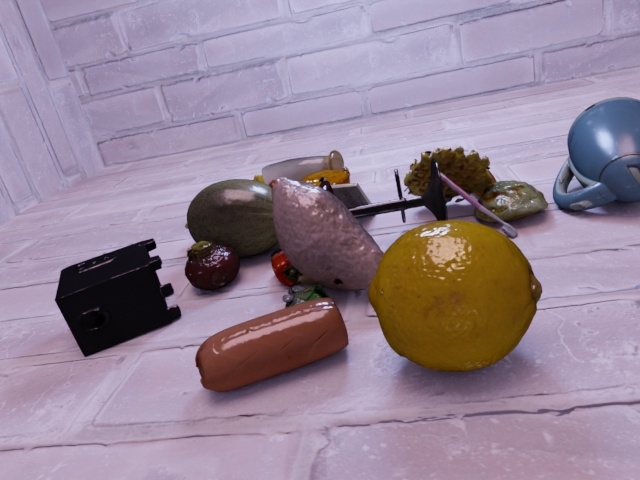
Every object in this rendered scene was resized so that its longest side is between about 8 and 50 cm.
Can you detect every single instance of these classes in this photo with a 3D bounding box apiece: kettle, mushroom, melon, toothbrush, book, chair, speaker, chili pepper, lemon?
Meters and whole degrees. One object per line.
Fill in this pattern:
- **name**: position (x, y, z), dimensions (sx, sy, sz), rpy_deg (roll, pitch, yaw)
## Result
- **kettle**: position (0.806, -0.207, 1.388), dimensions (0.319, 0.247, 0.342), rpy_deg (-36, 14, 36)
- **mushroom**: position (-0.097, -0.288, 2.140), dimensions (0.407, 0.137, 0.154), rpy_deg (-9, 9, 25)
- **melon**: position (-0.254, -0.067, 1.540), dimensions (0.329, 0.248, 0.248), rpy_deg (-3, 24, 17)
- **toothbrush**: position (0.426, -0.103, 1.373), dimensions (0.025, 0.020, 0.286), rpy_deg (-32, 62, -25)
- **book**: position (0.007, -0.123, 1.641), dimensions (0.310, 0.217, 0.021), rpy_deg (-3, 68, 22)
- **chair**: position (0.143, -0.087, 1.409), dimensions (0.401, 0.226, 0.226), rpy_deg (-10, 23, 7)
- **speaker**: position (-0.522, 0.134, 1.294), dimensions (0.254, 0.184, 0.232), rpy_deg (-21, 24, -16)
- **chili pepper**: position (-0.080, 0.078, 1.322), dimensions (0.086, 0.084, 0.192), rpy_deg (-46, 21, 5)
- **lemon**: position (0.229, 0.096, 0.878), dimensions (0.293, 0.293, 0.293), rpy_deg (-11, 22, 5)

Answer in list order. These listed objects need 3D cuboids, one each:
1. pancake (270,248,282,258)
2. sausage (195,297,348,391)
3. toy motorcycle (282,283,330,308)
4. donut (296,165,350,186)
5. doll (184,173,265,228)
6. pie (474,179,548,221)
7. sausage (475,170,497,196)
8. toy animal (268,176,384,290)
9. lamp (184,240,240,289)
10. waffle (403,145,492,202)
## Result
- **pancake**: position (-0.099, 0.040, 1.503), dimensions (0.108, 0.017, 0.108), rpy_deg (-8, 24, 4)
- **sausage**: position (-0.096, 0.205, 0.979), dimensions (0.304, 0.121, 0.121), rpy_deg (-18, 23, -8)
- **toy motorcycle**: position (-0.032, 0.153, 1.145), dimensions (0.106, 0.074, 0.190), rpy_deg (-2, 23, 3)
- **donut**: position (-0.001, -0.207, 1.910), dimensions (0.254, 0.118, 0.253), rpy_deg (-9, 25, 4)
- **doll**: position (-0.334, -0.129, 1.720), dimensions (0.316, 0.103, 0.145), rpy_deg (-29, 27, 8)
- **pie**: position (0.548, -0.120, 1.446), dimensions (0.201, 0.090, 0.248), rpy_deg (-8, 19, 19)
- **sausage**: position (0.528, -0.212, 1.671), dimensions (0.098, 0.098, 0.238), rpy_deg (-10, 24, 7)
- **toy animal**: position (-0.005, -0.005, 1.217), dimensions (0.188, 0.358, 0.226), rpy_deg (-35, -9, -29)
- **lamp**: position (-0.308, 0.065, 1.401), dimensions (0.157, 0.135, 0.156), rpy_deg (-19, 25, -16)
- **waffle**: position (0.383, -0.201, 1.513), dimensions (0.281, 0.262, 0.060), rpy_deg (-8, 58, 33)
